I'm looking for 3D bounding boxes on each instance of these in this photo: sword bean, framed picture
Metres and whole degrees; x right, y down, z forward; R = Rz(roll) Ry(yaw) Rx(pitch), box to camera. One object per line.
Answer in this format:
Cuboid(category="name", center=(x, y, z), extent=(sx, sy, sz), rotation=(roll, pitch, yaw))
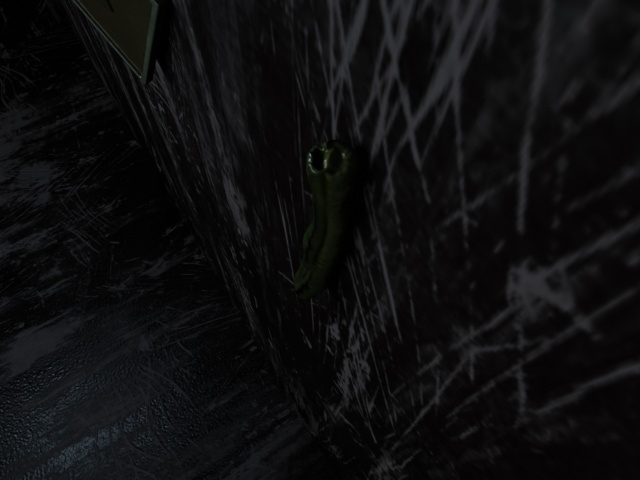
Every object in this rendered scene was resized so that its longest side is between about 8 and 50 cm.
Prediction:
Cuboid(category="sword bean", center=(0.000, 0.000, 0.418), extent=(0.043, 0.038, 0.269), rotation=(32, 158, 9))
Cuboid(category="framed picture", center=(-0.297, -0.341, 0.650), extent=(0.211, 0.020, 0.289), rotation=(49, 163, -15))
